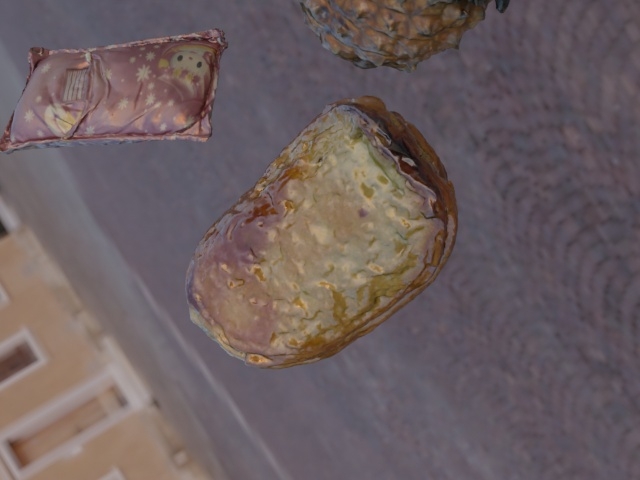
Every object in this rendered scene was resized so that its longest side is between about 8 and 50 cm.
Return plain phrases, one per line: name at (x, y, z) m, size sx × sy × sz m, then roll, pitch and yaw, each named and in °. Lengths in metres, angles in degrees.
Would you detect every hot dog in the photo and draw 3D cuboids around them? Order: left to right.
hot dog at (0.003, -0.002, 1.352) m, size 0.175 × 0.259 × 0.114 m, roll 53°, pitch -155°, yaw 10°

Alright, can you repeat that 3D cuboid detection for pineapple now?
pineapple at (0.089, -0.183, 0.977) m, size 0.248 × 0.128 × 0.128 m, roll -14°, pitch 109°, yaw 55°

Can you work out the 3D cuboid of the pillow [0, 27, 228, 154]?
pillow at (-0.170, -0.120, 1.302) m, size 0.043 × 0.185 × 0.118 m, roll 73°, pitch -160°, yaw -56°
